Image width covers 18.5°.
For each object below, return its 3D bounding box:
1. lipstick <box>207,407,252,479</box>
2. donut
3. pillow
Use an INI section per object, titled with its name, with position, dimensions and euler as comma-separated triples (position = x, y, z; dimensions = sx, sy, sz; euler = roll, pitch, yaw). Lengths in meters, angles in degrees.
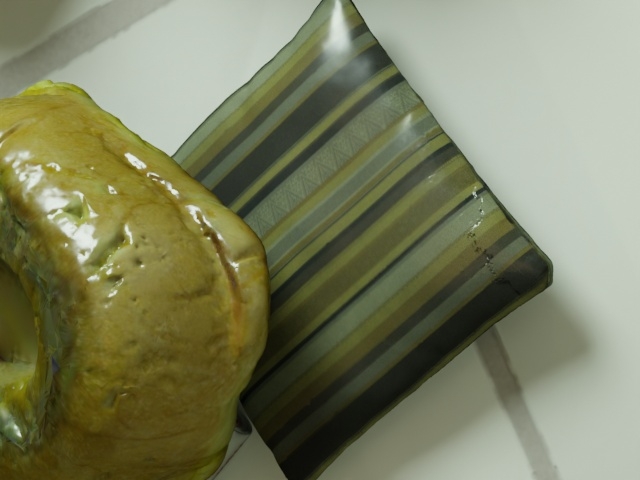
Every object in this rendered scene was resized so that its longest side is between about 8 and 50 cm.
[lipstick]
position = -0.094, 0.150, 1.169
dimensions = 0.038, 0.038, 0.131
euler = 44, 106, 18
[donut]
position = -0.147, 0.037, 1.115
dimensions = 0.261, 0.128, 0.209
euler = 37, 120, 38
[pillow]
position = 0.000, 0.000, 1.122
dimensions = 0.208, 0.052, 0.212
euler = -42, 75, 24
